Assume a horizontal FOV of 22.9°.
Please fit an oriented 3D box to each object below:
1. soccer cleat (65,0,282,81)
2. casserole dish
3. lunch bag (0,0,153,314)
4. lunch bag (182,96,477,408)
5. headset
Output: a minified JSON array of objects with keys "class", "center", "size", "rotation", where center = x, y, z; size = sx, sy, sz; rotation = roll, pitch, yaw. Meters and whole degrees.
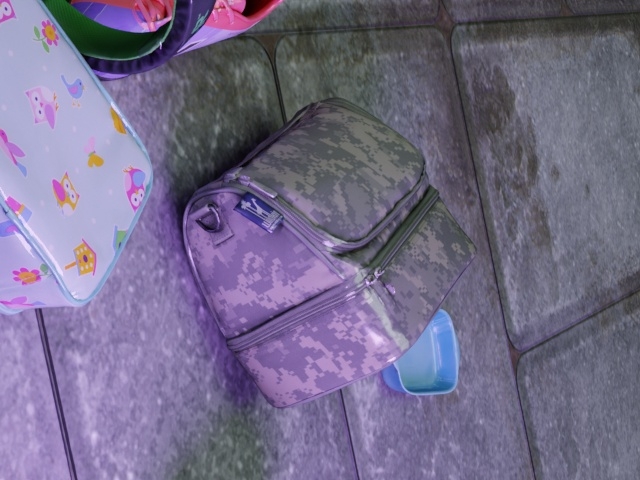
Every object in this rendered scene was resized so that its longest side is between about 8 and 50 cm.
[{"class":"soccer cleat","center":[-0.146,-0.238,1.610],"size":[0.318,0.116,0.108],"rotation":[-30,108,-58]},{"class":"casserole dish","center":[0.123,0.143,2.034],"size":[0.188,0.037,0.114],"rotation":[7,76,-59]},{"class":"lunch bag","center":[-0.267,-0.085,1.374],"size":[0.279,0.108,0.224],"rotation":[59,33,-34]},{"class":"lunch bag","center":[0.000,0.000,1.717],"size":[0.256,0.213,0.305],"rotation":[56,34,-8]},{"class":"headset","center":[-0.262,-0.301,1.346],"size":[0.394,0.243,0.185],"rotation":[52,49,-12]}]
